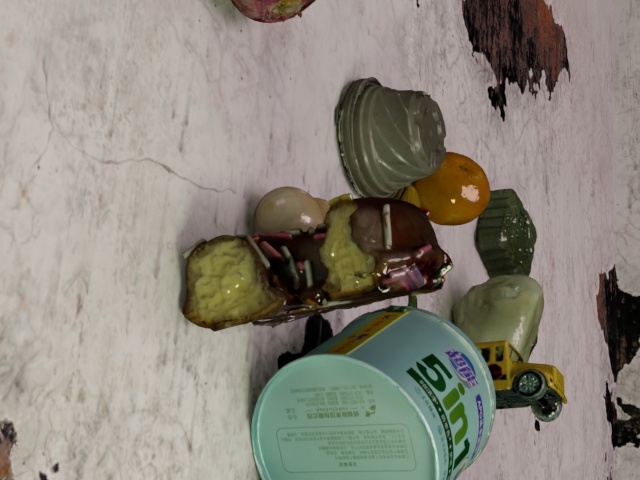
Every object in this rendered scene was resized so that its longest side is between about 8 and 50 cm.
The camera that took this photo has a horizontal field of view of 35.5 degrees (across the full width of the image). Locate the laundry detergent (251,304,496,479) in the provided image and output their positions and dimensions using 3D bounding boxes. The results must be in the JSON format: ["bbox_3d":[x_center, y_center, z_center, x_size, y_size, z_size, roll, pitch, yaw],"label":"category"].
[{"bbox_3d":[0.094,0.257,1.480,0.305,0.287,0.287,-25,107,-60],"label":"laundry detergent"}]

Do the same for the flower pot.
[{"bbox_3d":[0.139,-0.186,1.786,0.235,0.141,0.235,23,64,-59],"label":"flower pot"}]

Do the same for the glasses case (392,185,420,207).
[{"bbox_3d":[0.136,-0.007,1.829,0.079,0.064,0.234,66,34,-38],"label":"glasses case"}]

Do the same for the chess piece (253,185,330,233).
[{"bbox_3d":[0.000,0.000,1.519,0.261,0.143,0.142,27,63,-53],"label":"chess piece"}]

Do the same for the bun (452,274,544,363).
[{"bbox_3d":[0.358,0.194,2.117,0.283,0.179,0.283,-52,151,-45],"label":"bun"}]

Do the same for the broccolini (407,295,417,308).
[{"bbox_3d":[0.178,0.090,1.848,0.071,0.057,0.254,17,47,-26],"label":"broccolini"}]

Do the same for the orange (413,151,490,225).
[{"bbox_3d":[0.257,-0.099,1.996,0.159,0.159,0.136,-55,173,-50],"label":"orange"}]

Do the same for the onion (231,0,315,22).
[{"bbox_3d":[-0.077,-0.408,1.424,0.159,0.159,0.195,15,50,-60],"label":"onion"}]

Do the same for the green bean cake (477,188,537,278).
[{"bbox_3d":[0.441,-0.009,2.378,0.185,0.094,0.183,55,41,-36],"label":"green bean cake"}]

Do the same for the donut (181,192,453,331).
[{"bbox_3d":[0.014,0.029,1.297,0.259,0.345,0.136,-4,82,-54],"label":"donut"}]

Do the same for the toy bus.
[{"bbox_3d":[0.245,0.243,1.711,0.121,0.336,0.123,44,44,-50],"label":"toy bus"}]
